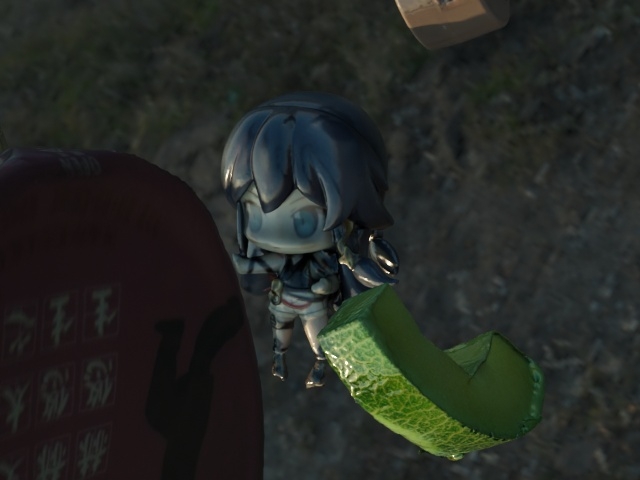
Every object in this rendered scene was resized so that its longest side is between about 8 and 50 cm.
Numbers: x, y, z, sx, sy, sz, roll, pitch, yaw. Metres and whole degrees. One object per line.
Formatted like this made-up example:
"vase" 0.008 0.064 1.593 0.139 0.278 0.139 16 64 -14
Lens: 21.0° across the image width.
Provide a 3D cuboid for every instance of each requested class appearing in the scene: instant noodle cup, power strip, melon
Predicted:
"instant noodle cup" -0.143 0.082 0.476 0.178 0.235 0.234 9 75 26
"power strip" 0.111 -0.252 1.568 0.078 0.154 0.154 -16 57 21
"melon" 0.079 0.096 1.228 0.064 0.209 0.118 -31 40 31

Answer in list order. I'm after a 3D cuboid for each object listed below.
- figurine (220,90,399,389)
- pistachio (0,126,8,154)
"figurine" -0.009 -0.013 1.669 0.197 0.175 0.265 -83 -5 -54
"pistachio" -0.314 -0.082 1.322 0.153 0.138 0.238 -15 103 44
